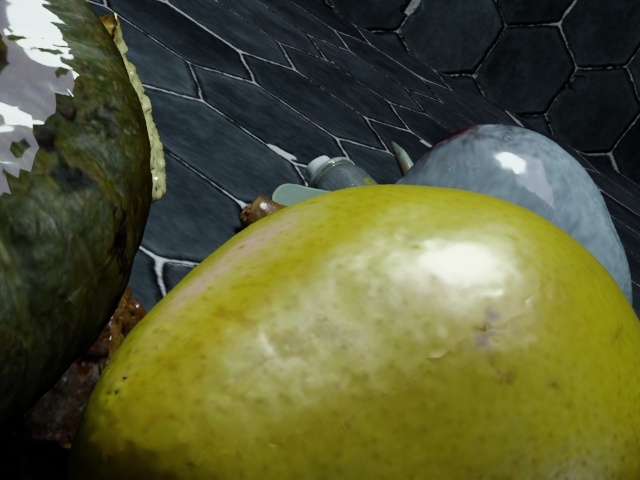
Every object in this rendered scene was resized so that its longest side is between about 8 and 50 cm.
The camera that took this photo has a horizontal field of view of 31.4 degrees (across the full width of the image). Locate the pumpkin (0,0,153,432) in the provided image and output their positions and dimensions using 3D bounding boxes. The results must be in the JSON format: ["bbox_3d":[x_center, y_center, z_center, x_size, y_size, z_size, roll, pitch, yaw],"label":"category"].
[{"bbox_3d":[-0.206,-0.019,0.546,0.232,0.242,0.325,12,56,-37],"label":"pumpkin"}]

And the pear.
[{"bbox_3d":[0.030,0.118,0.567,0.285,0.285,0.336,34,34,2],"label":"pear"}]

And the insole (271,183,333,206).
[{"bbox_3d":[0.019,-0.040,1.254,0.153,0.002,0.053,12,51,18],"label":"insole"}]

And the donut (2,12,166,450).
[{"bbox_3d":[-0.167,0.019,0.703,0.112,0.151,0.295,51,26,-51],"label":"donut"}]

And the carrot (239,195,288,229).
[{"bbox_3d":[0.000,0.000,1.159,0.186,0.060,0.060,20,22,-31],"label":"carrot"}]

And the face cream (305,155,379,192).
[{"bbox_3d":[0.072,-0.006,1.270,0.073,0.073,0.283,13,26,-48],"label":"face cream"}]

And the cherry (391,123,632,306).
[{"bbox_3d":[0.136,0.031,0.982,0.296,0.255,0.218,54,13,11],"label":"cherry"}]
